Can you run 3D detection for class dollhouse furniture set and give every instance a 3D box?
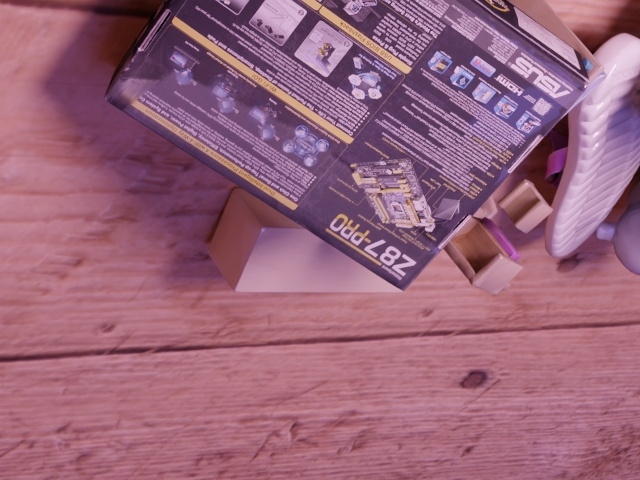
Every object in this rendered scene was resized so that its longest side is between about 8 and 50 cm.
[{"bbox_3d":[0.241,-0.136,1.652,0.303,0.286,0.198,-44,155,15],"label":"dollhouse furniture set"}]

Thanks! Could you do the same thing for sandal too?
[{"bbox_3d":[0.358,-0.137,1.874,0.169,0.102,0.416,-34,151,-23],"label":"sandal"}]

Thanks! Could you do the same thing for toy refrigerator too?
[{"bbox_3d":[0.000,0.000,1.793,0.269,0.094,0.102,1,127,-36],"label":"toy refrigerator"}]

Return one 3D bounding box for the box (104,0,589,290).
[{"bbox_3d":[0.026,-0.170,1.449,0.395,0.097,0.318,32,114,-15],"label":"box"}]

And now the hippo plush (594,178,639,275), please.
[{"bbox_3d":[0.542,-0.015,1.990,0.234,0.294,0.236,31,151,-7],"label":"hippo plush"}]
